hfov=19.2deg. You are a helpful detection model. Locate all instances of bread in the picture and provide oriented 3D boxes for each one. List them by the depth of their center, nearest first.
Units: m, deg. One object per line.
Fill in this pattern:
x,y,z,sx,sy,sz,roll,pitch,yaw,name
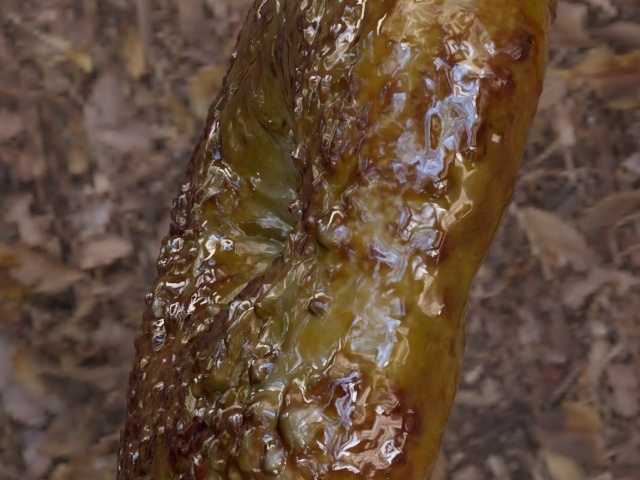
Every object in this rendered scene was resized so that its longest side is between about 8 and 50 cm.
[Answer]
0.000,0.000,0.411,0.064,0.193,0.193,17,118,-6,bread
